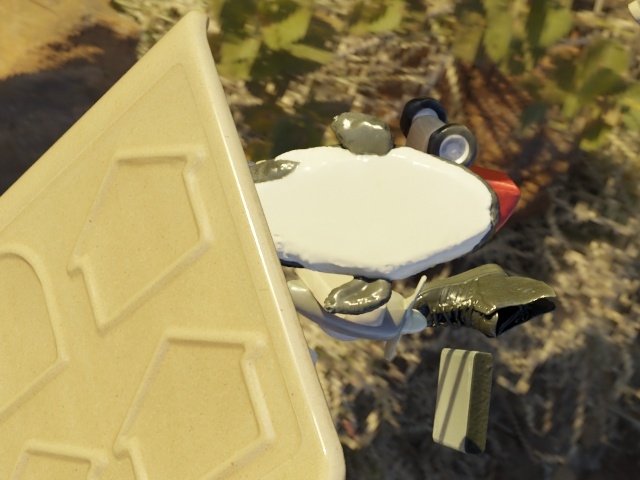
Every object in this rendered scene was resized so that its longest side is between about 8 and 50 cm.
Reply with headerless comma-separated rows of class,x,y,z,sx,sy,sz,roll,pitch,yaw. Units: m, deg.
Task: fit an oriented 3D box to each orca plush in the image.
orca plush,0.004,-0.006,1.221,0.287,0.102,0.151,-19,80,14

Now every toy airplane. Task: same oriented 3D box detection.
toy airplane,0.000,0.000,1.835,0.386,0.384,0.272,-36,127,-50

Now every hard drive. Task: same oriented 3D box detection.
hard drive,0.136,0.152,1.486,0.022,0.135,0.094,7,86,-8

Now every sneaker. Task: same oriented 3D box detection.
sneaker,0.175,0.078,1.757,0.170,0.089,0.051,-22,132,-10

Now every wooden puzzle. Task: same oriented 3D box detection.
wooden puzzle,-0.122,0.081,0.961,0.080,0.348,0.322,16,137,-42

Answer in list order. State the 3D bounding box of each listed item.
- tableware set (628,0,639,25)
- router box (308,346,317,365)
tableware set,0.137,-0.041,0.482,0.024,0.154,0.104,-30,91,20
router box,-0.116,0.215,1.397,0.301,0.082,0.335,47,50,-61
